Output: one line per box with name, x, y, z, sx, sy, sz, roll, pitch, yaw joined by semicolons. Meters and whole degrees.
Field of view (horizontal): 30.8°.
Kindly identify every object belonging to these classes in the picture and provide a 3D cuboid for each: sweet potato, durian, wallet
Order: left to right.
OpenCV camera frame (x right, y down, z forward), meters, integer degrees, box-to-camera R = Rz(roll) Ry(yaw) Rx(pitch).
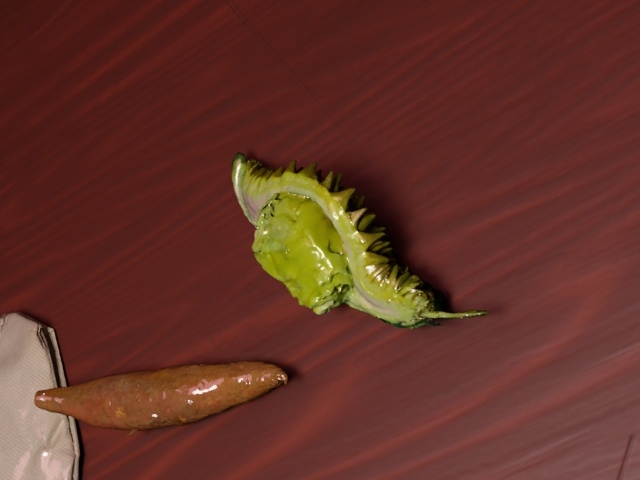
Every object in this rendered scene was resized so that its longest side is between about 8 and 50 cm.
wallet;-0.423;0.236;1.373;0.335;0.068;0.275;-20;67;20
sweet potato;-0.165;0.168;1.220;0.314;0.066;0.072;-8;76;29
durian;0.006;-0.001;1.143;0.375;0.106;0.132;38;101;41
